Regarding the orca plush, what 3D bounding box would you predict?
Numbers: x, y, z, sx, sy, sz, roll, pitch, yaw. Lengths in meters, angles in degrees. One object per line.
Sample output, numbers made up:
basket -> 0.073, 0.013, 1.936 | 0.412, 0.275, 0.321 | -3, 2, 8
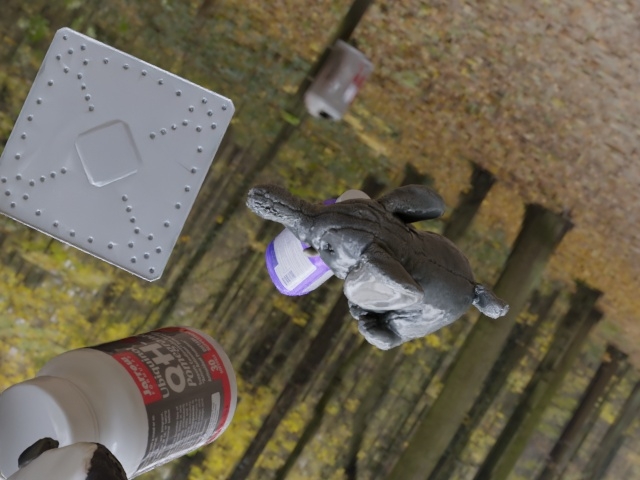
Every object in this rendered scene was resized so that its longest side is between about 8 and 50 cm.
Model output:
orca plush -> -0.238, 0.262, 0.777 | 0.102, 0.287, 0.151 | 45, -170, -22

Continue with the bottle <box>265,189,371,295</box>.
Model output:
bottle -> 0.000, 0.000, 1.715 | 0.092, 0.283, 0.118 | -13, -107, -32

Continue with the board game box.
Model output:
board game box -> -0.417, -0.171, 1.970 | 0.389, 0.390, 0.050 | 24, 180, 4

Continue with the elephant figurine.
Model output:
elephant figurine -> 0.065, 0.014, 1.079 | 0.169, 0.186, 0.239 | 62, -175, 36

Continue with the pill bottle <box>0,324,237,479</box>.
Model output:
pill bottle -> -0.257, 0.214, 1.255 | 0.176, 0.176, 0.318 | 32, -163, 21
